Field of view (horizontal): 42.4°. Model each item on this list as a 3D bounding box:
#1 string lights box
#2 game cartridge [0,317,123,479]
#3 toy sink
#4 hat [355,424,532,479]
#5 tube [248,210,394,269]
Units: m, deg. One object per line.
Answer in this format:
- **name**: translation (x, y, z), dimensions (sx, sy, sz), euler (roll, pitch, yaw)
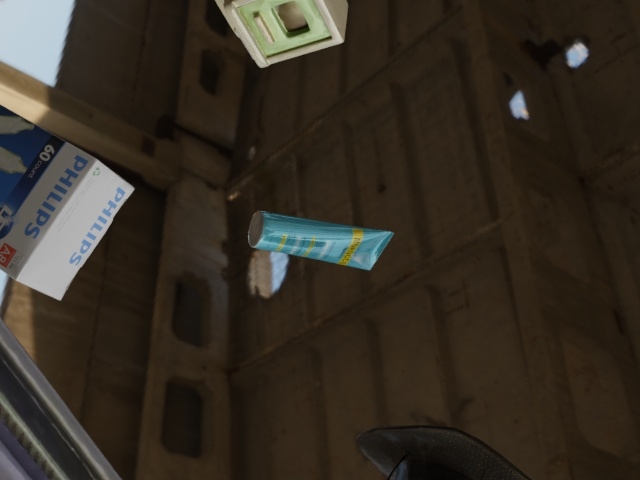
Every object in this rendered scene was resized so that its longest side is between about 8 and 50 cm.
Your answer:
- **string lights box**: translation (-0.327, -0.063, 0.817), dimensions (0.259, 0.077, 0.133), euler (28, -99, 24)
- **game cartridge**: translation (-0.223, 0.101, 0.481), dimensions (0.230, 0.355, 0.068), euler (-7, -149, 41)
- **toy sink**: translation (-0.087, -0.419, 1.498), dimensions (0.234, 0.153, 0.131), euler (-10, -131, 21)
- **hat**: translation (0.160, 0.356, 1.018), dimensions (0.331, 0.331, 0.134), euler (-7, -138, 52)
- **tube**: translation (0.000, 0.000, 1.186), dimensions (0.080, 0.207, 0.052), euler (-56, -145, 40)
